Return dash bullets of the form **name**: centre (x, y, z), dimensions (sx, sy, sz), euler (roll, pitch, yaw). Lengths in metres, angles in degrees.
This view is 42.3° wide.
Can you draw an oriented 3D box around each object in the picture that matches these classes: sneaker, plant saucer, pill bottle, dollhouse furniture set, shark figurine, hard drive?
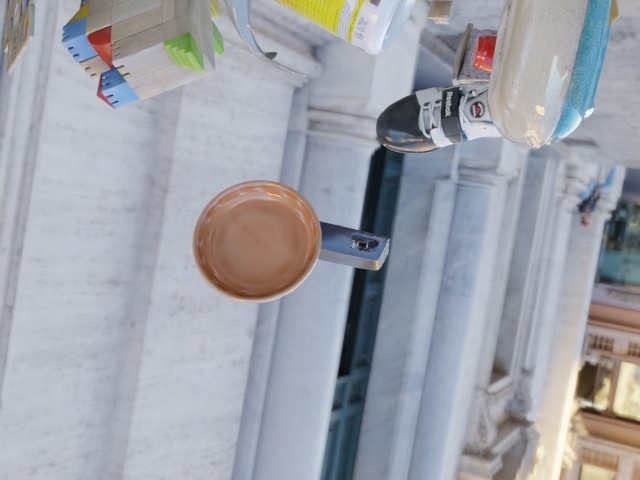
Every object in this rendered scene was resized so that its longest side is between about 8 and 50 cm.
- **sneaker**: centre (0.260, -0.236, 1.494), dimensions (0.330, 0.122, 0.146), euler (-8, 176, 7)
- **plant saucer**: centre (-0.096, 0.004, 1.277), dimensions (0.200, 0.200, 0.037), euler (10, 161, 10)
- **pill bottle**: centre (0.001, -0.306, 0.922), dimensions (0.215, 0.117, 0.117), euler (31, -174, 7)
- **dollhouse furniture set**: centre (0.312, -0.423, 1.621), dimensions (0.303, 0.356, 0.174), euler (8, 159, 24)
- **shark figurine**: centre (-0.098, -0.389, 1.263), dimensions (0.166, 0.278, 0.116), euler (-12, -165, -42)
- **hard drive**: centre (0.000, 0.000, 1.553), dimensions (0.254, 0.054, 0.172), euler (13, 171, 6)

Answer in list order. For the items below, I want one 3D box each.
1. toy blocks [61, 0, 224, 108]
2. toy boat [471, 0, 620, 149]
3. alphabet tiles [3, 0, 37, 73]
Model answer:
- **toy blocks**: centre (-0.330, -0.381, 1.460), dimensions (0.260, 0.381, 0.191), euler (-18, 144, 11)
- **toy boat**: centre (0.283, -0.239, 1.009), dimensions (0.148, 0.268, 0.318), euler (10, -175, 0)
- **alphabet tiles**: centre (-0.531, -0.466, 1.478), dimensions (0.011, 0.285, 0.342), euler (4, 173, -29)
